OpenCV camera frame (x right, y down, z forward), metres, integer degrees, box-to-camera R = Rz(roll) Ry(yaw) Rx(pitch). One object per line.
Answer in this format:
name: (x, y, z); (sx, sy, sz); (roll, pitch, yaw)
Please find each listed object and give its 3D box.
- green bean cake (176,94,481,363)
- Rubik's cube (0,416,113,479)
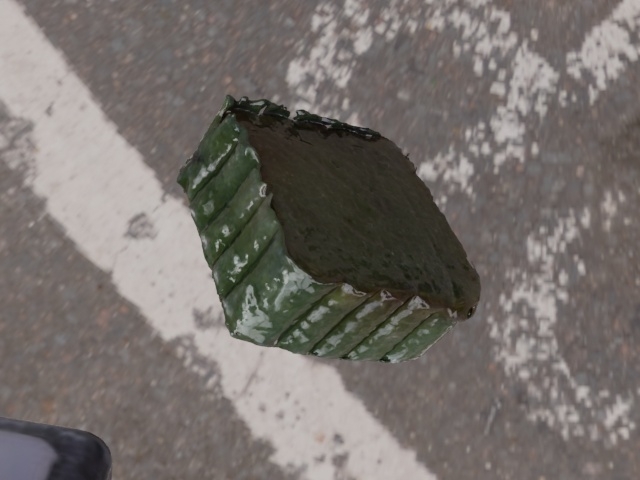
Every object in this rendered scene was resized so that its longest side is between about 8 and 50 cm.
green bean cake: (0.000, 0.000, 1.046); (0.173, 0.181, 0.094); (10, 131, -37)
Rubik's cube: (-0.253, 0.248, 0.513); (0.313, 0.316, 0.318); (8, 123, -2)
